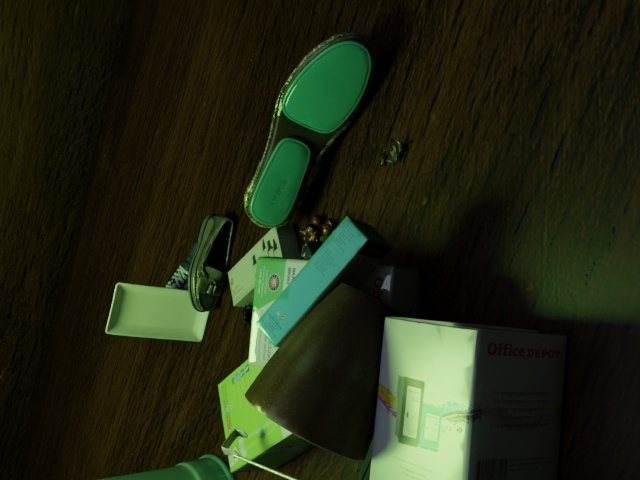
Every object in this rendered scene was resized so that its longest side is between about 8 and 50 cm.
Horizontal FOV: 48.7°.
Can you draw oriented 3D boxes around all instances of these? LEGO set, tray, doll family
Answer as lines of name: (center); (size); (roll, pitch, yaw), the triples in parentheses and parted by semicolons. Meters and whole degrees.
LEGO set: (0.143, -0.170, 1.388); (0.083, 0.023, 0.054); (-176, 96, -68)
tray: (-0.433, 0.192, 1.908); (0.030, 0.270, 0.145); (32, 109, 58)
doll family: (0.000, 0.000, 1.507); (0.193, 0.076, 0.112); (5, 92, 58)

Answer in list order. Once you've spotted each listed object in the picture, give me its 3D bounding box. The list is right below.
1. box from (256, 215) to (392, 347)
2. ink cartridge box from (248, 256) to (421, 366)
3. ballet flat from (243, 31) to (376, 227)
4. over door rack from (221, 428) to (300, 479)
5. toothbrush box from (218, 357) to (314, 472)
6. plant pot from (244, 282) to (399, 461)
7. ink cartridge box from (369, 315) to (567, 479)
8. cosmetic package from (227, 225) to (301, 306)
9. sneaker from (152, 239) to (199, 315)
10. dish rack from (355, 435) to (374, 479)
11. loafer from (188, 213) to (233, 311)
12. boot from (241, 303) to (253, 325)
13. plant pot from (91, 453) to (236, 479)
box: (0.006, 0.075, 1.195); (0.244, 0.100, 0.060); (-50, 63, 13)
ink cartridge box: (0.024, 0.141, 1.306); (0.289, 0.121, 0.211); (2, 86, 30)
ballet flat: (-0.036, -0.252, 1.555); (0.483, 0.164, 0.182); (-61, 13, 25)
over door rack: (-0.070, 0.535, 1.347); (0.324, 0.108, 0.240); (16, 130, 47)
toothbrush box: (-0.094, 0.353, 1.522); (0.283, 0.122, 0.206); (-45, 48, 41)
plant pot: (0.028, 0.193, 1.127); (0.215, 0.215, 0.231); (22, 83, 54)
ink cartridge box: (0.215, 0.257, 1.038); (0.197, 0.198, 0.270); (0, 82, 55)
cosmetic package: (-0.139, 0.065, 1.699); (0.239, 0.060, 0.099); (-43, 50, 42)
sneaker: (-0.404, 0.127, 1.980); (0.099, 0.153, 0.282); (30, 108, 53)
dish rack: (0.130, 0.455, 1.209); (0.271, 0.074, 0.208); (51, 129, 47)
loafer: (-0.288, 0.060, 1.889); (0.084, 0.096, 0.268); (2, 83, 49)
boot: (-0.138, 0.156, 1.611); (0.197, 0.137, 0.077); (9, 90, 56)
plant pot: (-0.414, 0.705, 1.719); (0.341, 0.334, 0.342); (-15, 72, 53)
